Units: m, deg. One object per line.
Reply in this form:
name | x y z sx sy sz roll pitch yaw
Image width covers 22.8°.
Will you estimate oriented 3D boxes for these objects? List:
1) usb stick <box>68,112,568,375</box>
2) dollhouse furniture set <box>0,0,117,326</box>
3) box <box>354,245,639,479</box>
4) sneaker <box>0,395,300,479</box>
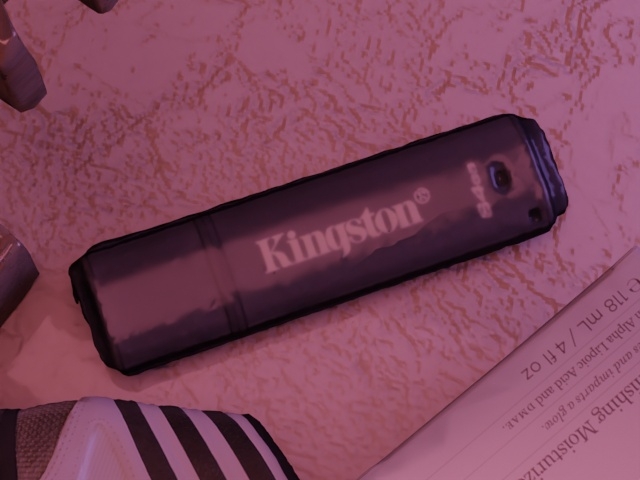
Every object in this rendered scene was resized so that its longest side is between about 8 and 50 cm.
usb stick | 0.000 0.000 0.884 0.278 0.045 0.077 -18 74 -7
dollhouse furniture set | -0.298 -0.049 0.708 0.256 0.394 0.362 34 76 8
box | 0.113 0.122 0.781 0.181 0.182 0.119 -39 78 -12
sneaker | -0.071 0.283 0.735 0.257 0.169 0.448 -3 71 -1
